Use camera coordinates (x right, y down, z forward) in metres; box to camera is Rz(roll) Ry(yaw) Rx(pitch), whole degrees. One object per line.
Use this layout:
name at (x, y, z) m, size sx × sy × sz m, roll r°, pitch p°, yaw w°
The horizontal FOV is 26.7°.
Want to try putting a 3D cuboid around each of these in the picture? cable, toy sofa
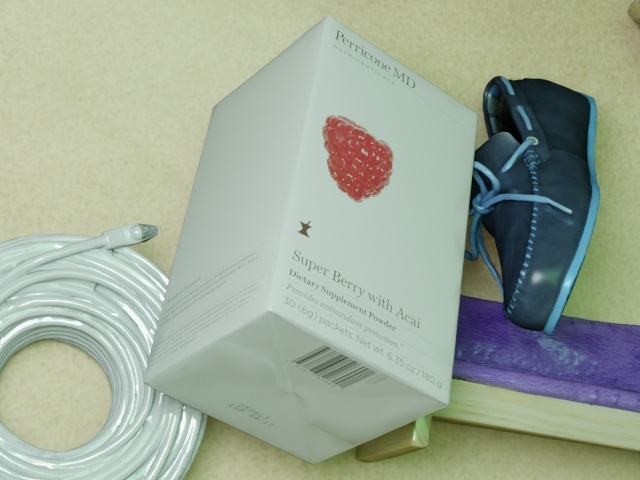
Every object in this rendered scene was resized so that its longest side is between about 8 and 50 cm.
cable at (-0.219, 0.121, 1.112) m, size 0.257 × 0.089 × 0.257 m, roll -4°, pitch 78°, yaw -18°
toy sofa at (0.222, 0.131, 1.218) m, size 0.363 × 0.150 × 0.177 m, roll 11°, pitch 74°, yaw -15°

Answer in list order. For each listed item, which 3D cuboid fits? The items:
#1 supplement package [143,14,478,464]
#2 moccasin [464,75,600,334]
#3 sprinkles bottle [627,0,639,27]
supplement package at (0.000, 0.000, 1.106) m, size 0.178 × 0.175 × 0.292 m, roll 29°, pitch 51°, yaw -26°
moccasin at (0.176, -0.037, 1.220) m, size 0.117 × 0.137 × 0.342 m, roll 20°, pitch 31°, yaw -2°
sprinkles bottle at (0.445, -0.112, 1.367) m, size 0.121 × 0.121 × 0.355 m, roll -26°, pitch 85°, yaw -22°
